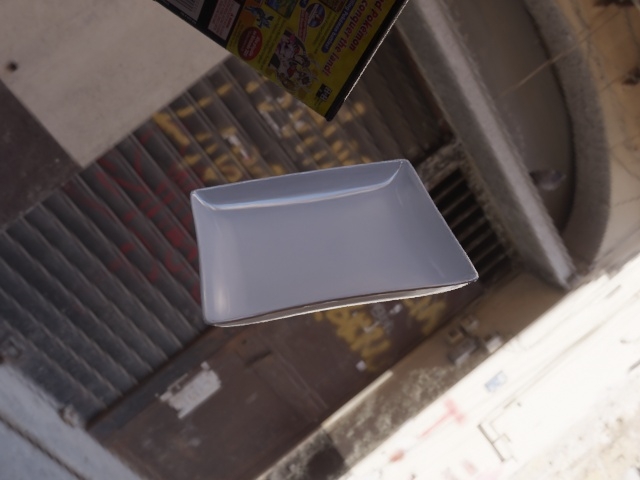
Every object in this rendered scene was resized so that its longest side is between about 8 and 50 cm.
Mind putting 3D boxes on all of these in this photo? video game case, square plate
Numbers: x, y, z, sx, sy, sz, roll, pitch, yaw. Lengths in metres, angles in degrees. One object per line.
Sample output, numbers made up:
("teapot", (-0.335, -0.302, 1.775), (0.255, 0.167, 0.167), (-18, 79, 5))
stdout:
("video game case", (-0.035, -0.279, 0.862), (0.248, 0.035, 0.275), (35, -37, -2))
("square plate", (0.000, 0.000, 1.170), (0.347, 0.343, 0.049), (-109, -167, -57))
